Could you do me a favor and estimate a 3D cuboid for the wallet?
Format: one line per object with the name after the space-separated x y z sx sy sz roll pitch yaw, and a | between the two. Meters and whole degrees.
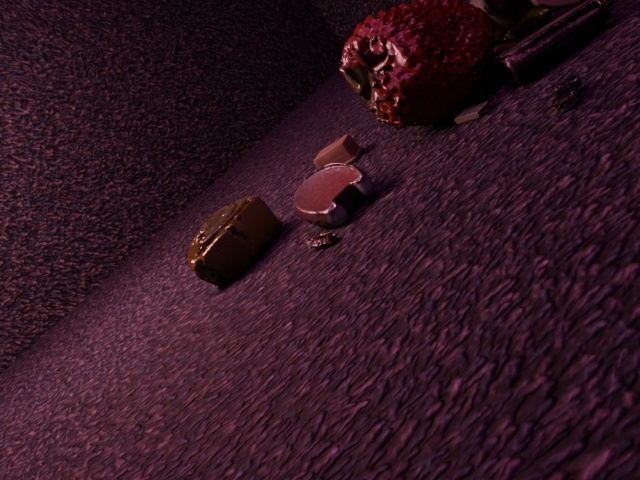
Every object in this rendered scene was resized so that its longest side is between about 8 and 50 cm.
0.462 -0.416 1.526 0.221 0.071 0.262 -36 8 8 | wallet

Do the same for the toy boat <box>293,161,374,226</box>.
0.031 -0.087 1.544 0.155 0.085 0.227 -49 28 -11 | toy boat

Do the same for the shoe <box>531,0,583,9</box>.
0.582 -0.583 1.671 0.264 0.095 0.110 -26 0 -10 | shoe

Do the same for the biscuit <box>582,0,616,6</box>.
0.609 -0.523 1.587 0.119 0.019 0.130 -40 14 -11 | biscuit

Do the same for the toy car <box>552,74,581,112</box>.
0.406 -0.241 1.193 0.041 0.025 0.093 -23 23 39 | toy car

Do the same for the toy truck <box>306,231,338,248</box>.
0.000 0.000 1.417 0.032 0.024 0.083 -21 3 -38 | toy truck

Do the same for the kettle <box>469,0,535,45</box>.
0.430 -0.565 1.799 0.221 0.161 0.236 -46 -4 -3 | kettle

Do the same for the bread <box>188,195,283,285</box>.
-0.208 -0.003 1.725 0.186 0.124 0.257 -28 19 33 | bread

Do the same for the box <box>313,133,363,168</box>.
0.044 -0.222 1.916 0.122 0.062 0.089 -29 17 29 | box

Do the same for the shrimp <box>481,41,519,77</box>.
0.359 -0.413 1.790 0.296 0.058 0.169 -23 13 33 | shrimp

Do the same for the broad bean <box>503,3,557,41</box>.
0.472 -0.490 1.626 0.060 0.043 0.297 -28 5 2 | broad bean

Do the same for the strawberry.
0.241 -0.406 1.643 0.351 0.267 0.312 -36 52 -12 | strawberry

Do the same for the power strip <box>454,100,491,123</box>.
0.312 -0.261 1.494 0.040 0.016 0.090 -44 16 -21 | power strip
